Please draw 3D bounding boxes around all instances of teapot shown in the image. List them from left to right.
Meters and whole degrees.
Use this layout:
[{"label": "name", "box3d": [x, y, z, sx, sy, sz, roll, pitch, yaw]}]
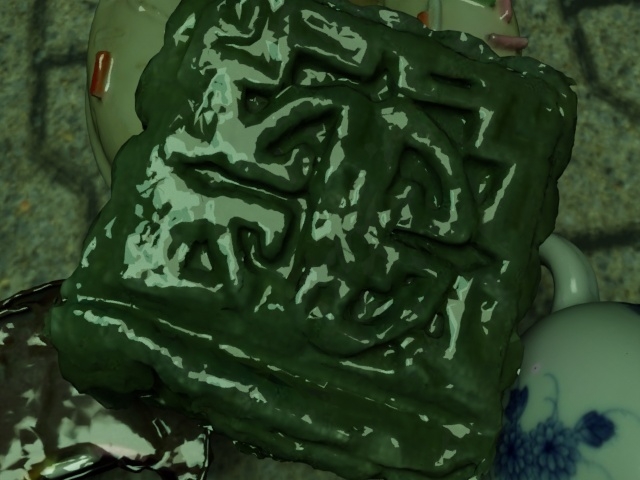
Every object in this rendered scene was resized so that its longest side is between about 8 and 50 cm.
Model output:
[{"label": "teapot", "box3d": [0.225, 0.113, 0.440, 0.424, 0.252, 0.280, 36, 102, 51]}]

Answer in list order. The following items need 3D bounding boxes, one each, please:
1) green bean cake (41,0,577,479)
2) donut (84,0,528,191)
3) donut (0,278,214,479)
[{"label": "green bean cake", "box3d": [0.000, 0.000, 0.438, 0.241, 0.132, 0.254, 21, 78, -6]}, {"label": "donut", "box3d": [-0.010, -0.140, 0.623, 0.383, 0.142, 0.382, 0, 68, 1]}, {"label": "donut", "box3d": [-0.170, 0.197, 0.488, 0.260, 0.136, 0.344, -9, 66, -3]}]
